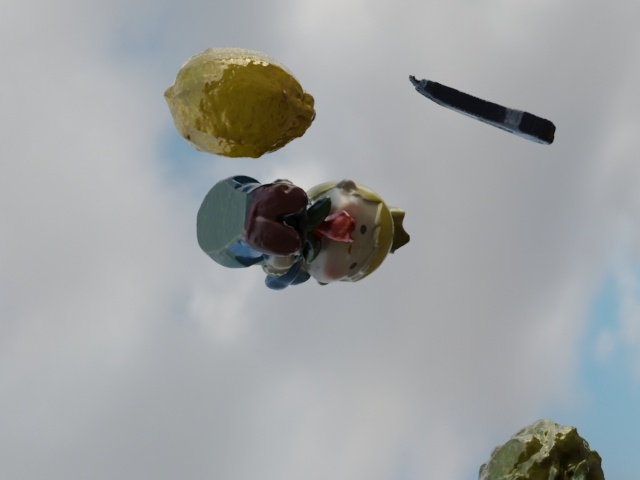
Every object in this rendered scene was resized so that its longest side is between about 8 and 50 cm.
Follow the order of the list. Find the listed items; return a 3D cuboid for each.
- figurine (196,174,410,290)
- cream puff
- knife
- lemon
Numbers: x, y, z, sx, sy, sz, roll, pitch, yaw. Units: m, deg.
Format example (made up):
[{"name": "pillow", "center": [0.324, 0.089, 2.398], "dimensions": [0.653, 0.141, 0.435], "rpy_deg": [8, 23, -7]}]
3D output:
[{"name": "figurine", "center": [0.004, -0.014, 1.616], "dimensions": [0.234, 0.185, 0.127], "rpy_deg": [12, -103, -24]}, {"name": "cream puff", "center": [0.362, 0.420, 2.402], "dimensions": [0.282, 0.185, 0.282], "rpy_deg": [1, -93, -29]}, {"name": "knife", "center": [0.123, -0.101, 1.195], "dimensions": [0.031, 0.121, 0.018], "rpy_deg": [125, 165, -87]}, {"name": "lemon", "center": [-0.080, -0.137, 1.554], "dimensions": [0.114, 0.155, 0.114], "rpy_deg": [-176, 90, -83]}]
